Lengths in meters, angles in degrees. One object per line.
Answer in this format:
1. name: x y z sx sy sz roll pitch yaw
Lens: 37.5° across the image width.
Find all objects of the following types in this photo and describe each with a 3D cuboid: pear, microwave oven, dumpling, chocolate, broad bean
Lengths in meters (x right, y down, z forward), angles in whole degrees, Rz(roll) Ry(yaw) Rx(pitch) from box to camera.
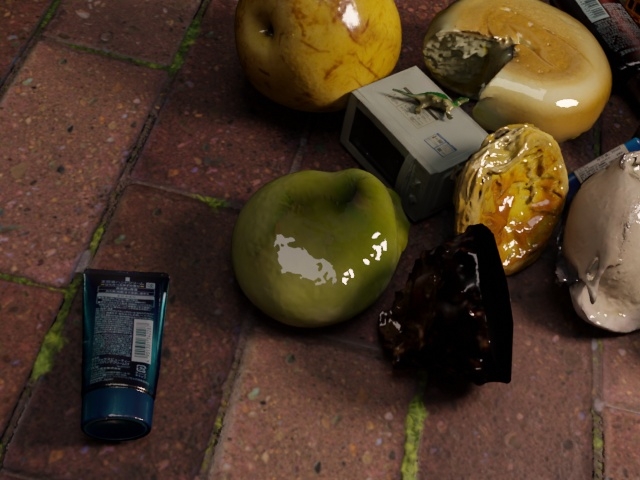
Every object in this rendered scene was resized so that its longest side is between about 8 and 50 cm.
1. pear: -0.004 -0.343 1.542 0.280 0.281 0.281 5 50 -6
2. microwave oven: 0.153 -0.155 1.511 0.162 0.122 0.208 -25 59 -28
3. dumpling: 0.455 0.006 1.429 0.163 0.204 0.293 7 68 41
4. chocolate: 0.155 0.093 1.288 0.177 0.206 0.224 -11 31 18
5. broad bean: 0.000 0.000 1.361 0.238 0.119 0.291 39 57 9

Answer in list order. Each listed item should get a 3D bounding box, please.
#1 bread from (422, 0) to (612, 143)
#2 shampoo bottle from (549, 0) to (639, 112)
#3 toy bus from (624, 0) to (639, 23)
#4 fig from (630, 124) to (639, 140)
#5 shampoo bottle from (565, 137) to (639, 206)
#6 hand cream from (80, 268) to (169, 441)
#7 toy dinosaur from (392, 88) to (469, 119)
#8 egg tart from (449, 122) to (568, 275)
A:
1. bread: 0.341 -0.292 1.634 0.333 0.160 0.333 6 52 -7
2. shampoo bottle: 0.560 -0.370 1.788 0.129 0.084 0.323 -13 55 -16
3. toy bus: 0.709 -0.513 1.928 0.194 0.088 0.083 -33 63 -28
4. fig: 0.626 -0.113 1.567 0.245 0.149 0.149 38 54 5
5. shampoo bottle: 0.475 -0.102 1.510 0.183 0.050 0.087 -30 64 14
6. hand cream: -0.262 0.136 1.245 0.120 0.061 0.270 2 46 -10
7. toy dinosaur: 0.171 -0.221 1.477 0.119 0.029 0.060 13 34 8
8. egg tart: 0.272 -0.064 1.414 0.241 0.241 0.106 -27 32 -28
